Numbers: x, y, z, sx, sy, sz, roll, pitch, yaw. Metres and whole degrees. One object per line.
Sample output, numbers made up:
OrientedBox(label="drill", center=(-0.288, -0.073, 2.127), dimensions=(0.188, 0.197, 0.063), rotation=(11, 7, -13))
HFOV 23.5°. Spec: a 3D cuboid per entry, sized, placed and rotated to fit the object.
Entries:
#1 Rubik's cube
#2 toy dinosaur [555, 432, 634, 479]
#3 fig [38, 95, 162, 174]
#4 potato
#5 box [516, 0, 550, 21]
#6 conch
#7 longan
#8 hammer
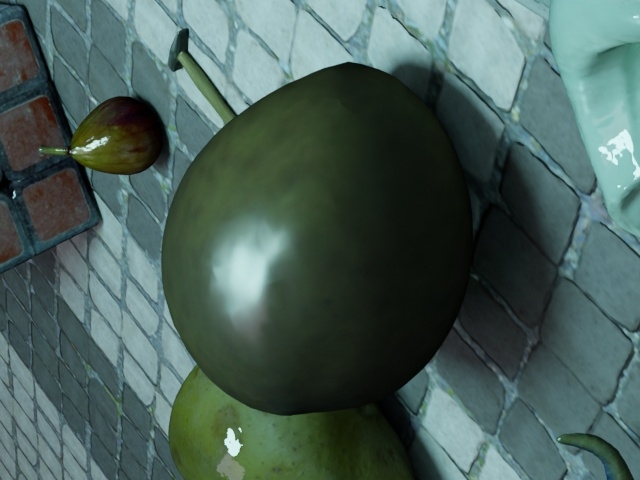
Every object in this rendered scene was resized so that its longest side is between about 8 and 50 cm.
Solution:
OrientedBox(label="Rubik's cube", center=(-0.504, -0.113, 1.912), dimensions=(0.301, 0.303, 0.305), rotation=(19, 130, 54))
OrientedBox(label="toy dinosaur", center=(0.232, 0.248, 1.210), dimensions=(0.248, 0.075, 0.188), rotation=(58, 161, -6))
OrientedBox(label="fig", center=(-0.234, -0.103, 1.637), dimensions=(0.089, 0.125, 0.089), rotation=(45, 147, 39))
OrientedBox(label="potato", center=(-0.003, 0.243, 1.488), dimensions=(0.218, 0.202, 0.351), rotation=(-19, 111, 52))
OrientedBox(label="box", center=(0.099, -0.243, 1.006), dimensions=(0.285, 0.044, 0.142), rotation=(40, 151, 37))
OrientedBox(label="conch", center=(0.218, -0.093, 0.847), dimensions=(0.185, 0.121, 0.221), rotation=(33, 148, 39))
OrientedBox(label="longan", center=(0.000, 0.000, 1.206), dimensions=(0.243, 0.300, 0.300), rotation=(24, 160, -17))
OrientedBox(label="hammer", center=(-0.087, -0.120, 1.484), dimensions=(0.199, 0.013, 0.062), rotation=(52, 152, 18))
